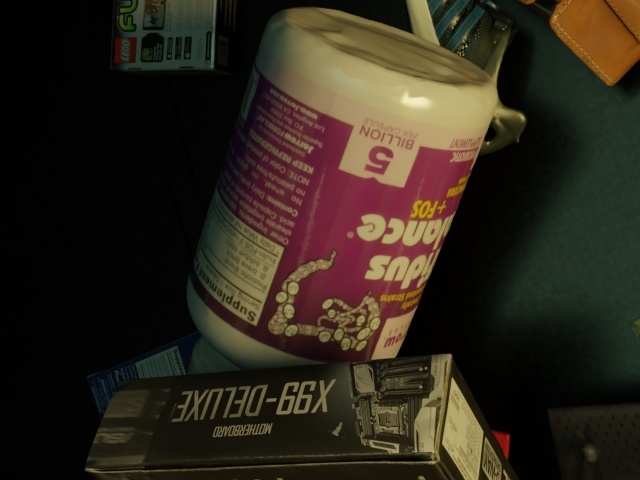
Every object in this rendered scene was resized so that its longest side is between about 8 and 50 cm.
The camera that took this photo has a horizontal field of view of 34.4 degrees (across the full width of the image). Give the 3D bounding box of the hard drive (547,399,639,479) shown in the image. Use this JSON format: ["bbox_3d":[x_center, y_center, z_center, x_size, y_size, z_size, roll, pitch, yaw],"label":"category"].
[{"bbox_3d":[0.249,0.226,0.690,0.172,0.054,0.254,-25,80,63],"label":"hard drive"}]

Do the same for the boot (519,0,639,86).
[{"bbox_3d":[0.265,-0.194,0.696,0.283,0.109,0.220,44,106,21],"label":"boot"}]

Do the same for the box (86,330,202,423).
[{"bbox_3d":[-0.091,0.145,0.908,0.225,0.036,0.136,-24,80,23],"label":"box"}]

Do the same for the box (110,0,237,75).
[{"bbox_3d":[-0.129,-0.253,0.928,0.114,0.036,0.206,4,92,26],"label":"box"}]

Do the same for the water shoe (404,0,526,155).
[{"bbox_3d":[0.110,-0.166,0.805,0.080,0.073,0.203,-12,91,7],"label":"water shoe"}]

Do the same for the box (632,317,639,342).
[{"bbox_3d":[0.357,0.112,0.602,0.322,0.058,0.232,-29,77,52],"label":"box"}]

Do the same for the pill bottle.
[{"bbox_3d":[0.000,0.000,0.749,0.169,0.169,0.301,29,114,23],"label":"pill bottle"}]

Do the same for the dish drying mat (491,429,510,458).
[{"bbox_3d":[0.130,0.190,0.818,0.032,0.008,0.083,9,95,26],"label":"dish drying mat"}]

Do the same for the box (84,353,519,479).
[{"bbox_3d":[0.023,0.201,0.722,0.243,0.307,0.076,-8,46,25],"label":"box"}]
